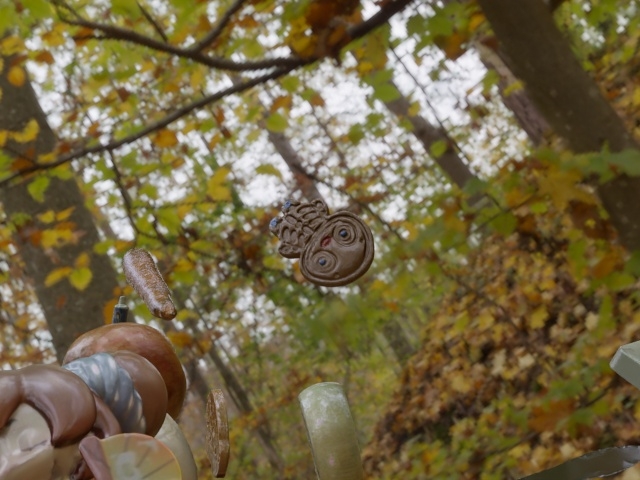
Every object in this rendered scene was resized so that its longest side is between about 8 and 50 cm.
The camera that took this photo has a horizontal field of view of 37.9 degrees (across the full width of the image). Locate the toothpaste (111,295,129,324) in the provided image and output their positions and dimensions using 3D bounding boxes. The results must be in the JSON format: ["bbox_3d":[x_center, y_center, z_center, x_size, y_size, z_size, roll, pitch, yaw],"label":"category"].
[{"bbox_3d":[-0.526,0.242,2.429,0.057,0.197,0.035,7,1,-7],"label":"toothpaste"}]

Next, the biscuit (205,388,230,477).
[{"bbox_3d":[-0.162,0.308,1.475,0.023,0.140,0.118,1,-30,-18],"label":"biscuit"}]

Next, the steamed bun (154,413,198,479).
[{"bbox_3d":[-0.287,0.344,1.402,0.177,0.228,0.131,-41,-22,7],"label":"steamed bun"}]

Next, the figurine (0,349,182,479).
[{"bbox_3d":[-0.269,0.279,0.982,0.277,0.388,0.248,-31,-42,-5],"label":"figurine"}]

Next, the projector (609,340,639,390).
[{"bbox_3d":[0.724,0.277,1.799,0.257,0.259,0.079,-3,-56,-49],"label":"projector"}]

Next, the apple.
[{"bbox_3d":[-0.448,0.326,2.179,0.302,0.301,0.301,-30,-18,-11],"label":"apple"}]

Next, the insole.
[{"bbox_3d":[0.547,0.500,2.010,0.322,0.007,0.109,-20,14,3],"label":"insole"}]

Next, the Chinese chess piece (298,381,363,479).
[{"bbox_3d":[0.024,0.444,2.094,0.101,0.250,0.250,-13,-21,-6],"label":"Chinese chess piece"}]

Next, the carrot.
[{"bbox_3d":[-0.282,0.078,1.555,0.059,0.248,0.059,-11,-62,-22],"label":"carrot"}]

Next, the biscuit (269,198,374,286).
[{"bbox_3d":[0.000,0.000,1.405,0.124,0.175,0.026,-55,-24,-9],"label":"biscuit"}]
